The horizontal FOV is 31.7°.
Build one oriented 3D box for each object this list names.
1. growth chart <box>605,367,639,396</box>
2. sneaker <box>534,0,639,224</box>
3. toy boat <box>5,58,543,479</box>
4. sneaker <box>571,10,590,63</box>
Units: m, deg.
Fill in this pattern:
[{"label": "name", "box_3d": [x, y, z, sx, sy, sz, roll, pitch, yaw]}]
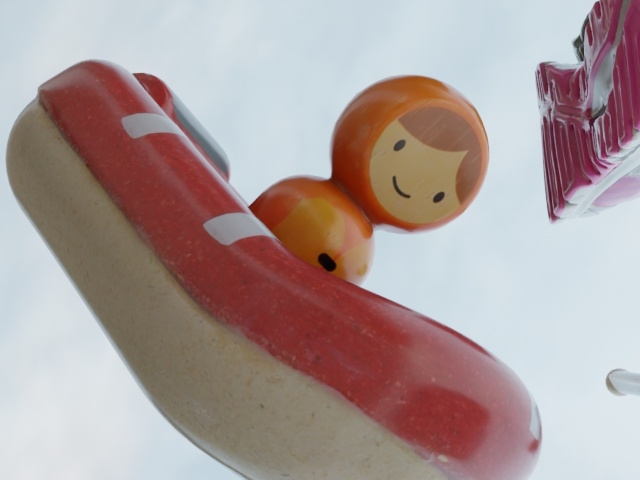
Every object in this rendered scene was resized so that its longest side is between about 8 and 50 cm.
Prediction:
[{"label": "growth chart", "box_3d": [0.238, 0.145, 0.569, 0.021, 0.237, 0.172, -46, -175, -4]}, {"label": "sneaker", "box_3d": [0.192, -0.069, 0.643, 0.252, 0.111, 0.102, 118, -32, -83]}, {"label": "toy boat", "box_3d": [0.000, 0.000, 0.415, 0.151, 0.151, 0.231, -42, -127, -1]}, {"label": "sneaker", "box_3d": [0.230, -0.176, 0.727, 0.087, 0.130, 0.227, -46, 138, -69]}]
